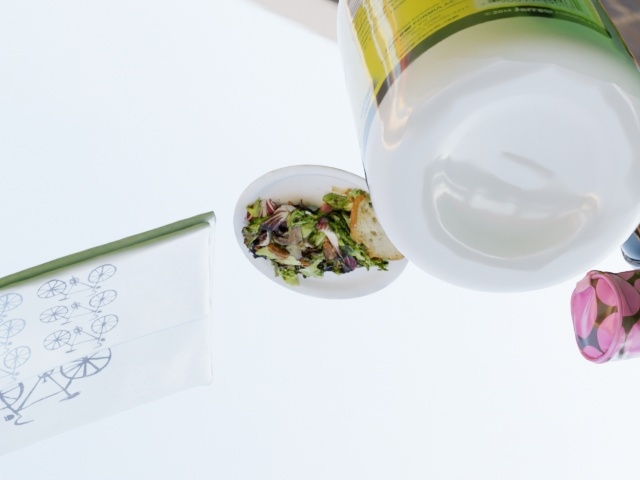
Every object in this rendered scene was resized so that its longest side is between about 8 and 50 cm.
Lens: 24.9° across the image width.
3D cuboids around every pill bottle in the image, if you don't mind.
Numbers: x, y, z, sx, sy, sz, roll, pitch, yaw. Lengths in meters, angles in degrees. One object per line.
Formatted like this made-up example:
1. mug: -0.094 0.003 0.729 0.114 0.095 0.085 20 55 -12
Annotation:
1. pill bottle: 0.109 -0.126 1.016 0.187 0.188 0.334 15 -150 -13

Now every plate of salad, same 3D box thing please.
1. plate of salad: 0.000 0.000 1.579 0.199 0.200 0.048 20 -135 -5

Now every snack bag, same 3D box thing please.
1. snack bag: -0.266 0.125 1.646 0.323 0.343 0.037 -19 -124 -19

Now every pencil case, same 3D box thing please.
1. pencil case: 0.343 0.058 1.404 0.209 0.095 0.098 -7 -101 -25

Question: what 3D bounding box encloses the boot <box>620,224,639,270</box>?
1. boot: 0.316 -0.079 1.633 0.207 0.094 0.246 45 -169 -13
